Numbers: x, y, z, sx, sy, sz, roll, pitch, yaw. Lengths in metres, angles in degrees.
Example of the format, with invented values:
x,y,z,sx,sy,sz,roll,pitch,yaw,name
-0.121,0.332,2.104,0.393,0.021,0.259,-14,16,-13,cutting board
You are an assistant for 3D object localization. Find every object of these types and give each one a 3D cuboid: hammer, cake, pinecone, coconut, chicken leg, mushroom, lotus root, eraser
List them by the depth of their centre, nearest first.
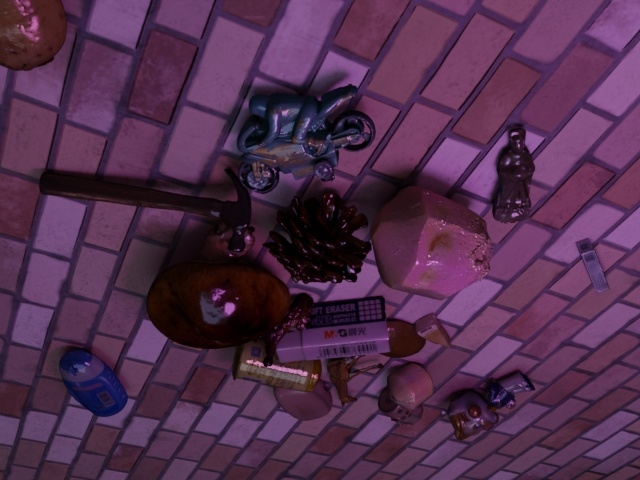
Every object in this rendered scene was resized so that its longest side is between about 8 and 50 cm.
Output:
x,y,z,sx,sy,sz,roll,pitch,yaw,name
-0.499,-0.398,1.042,0.160,0.146,0.284,-22,143,-7,lotus root
-0.360,-0.085,1.391,0.439,0.044,0.168,7,93,1,hammer
0.218,0.002,1.405,0.245,0.233,0.233,17,133,-25,coconut
0.001,-0.002,1.426,0.228,0.202,0.201,28,127,23,pinecone
-0.226,0.111,1.552,0.345,0.260,0.345,-1,163,0,mushroom
-0.088,0.214,1.660,0.205,0.093,0.053,-46,158,-12,chicken leg
0.028,0.228,1.708,0.287,0.130,0.086,-7,139,4,eraser
0.314,0.243,1.784,0.121,0.052,0.065,29,126,-26,cake
0.247,0.418,1.906,0.122,0.116,0.116,-23,142,-26,coconut

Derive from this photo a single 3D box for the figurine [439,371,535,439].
x,y,z,sx,sy,sz,roll,pitch,yaw,name
0.489,0.477,1.984,0.193,0.133,0.274,5,134,-40,figurine

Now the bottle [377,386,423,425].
x,y,z,sx,sy,sz,roll,pitch,yaw,name
0.249,0.504,2.023,0.099,0.099,0.152,-31,132,27,bottle

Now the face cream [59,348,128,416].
x,y,z,sx,sy,sz,roll,pitch,yaw,name
-0.644,0.396,1.890,0.149,0.083,0.264,-8,135,5,face cream

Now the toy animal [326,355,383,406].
x,y,z,sx,sy,sz,roll,pitch,yaw,name
0.077,0.388,1.925,0.149,0.054,0.276,11,132,-17,toy animal

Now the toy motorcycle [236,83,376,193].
x,y,z,sx,sy,sz,roll,pitch,yaw,name
-0.048,-0.206,1.289,0.296,0.109,0.198,-17,124,18,toy motorcycle

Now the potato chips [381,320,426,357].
x,y,z,sx,sy,sz,roll,pitch,yaw,name
0.194,0.274,1.817,0.201,0.049,0.150,24,135,-32,potato chips

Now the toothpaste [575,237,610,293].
x,y,z,sx,sy,sz,roll,pitch,yaw,name
0.652,0.062,1.612,0.034,0.046,0.164,-24,132,18,toothpaste

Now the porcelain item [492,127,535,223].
x,y,z,sx,sy,sz,roll,pitch,yaw,name
0.405,-0.138,1.394,0.081,0.069,0.216,-1,131,6,porcelain item

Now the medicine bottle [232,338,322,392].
x,y,z,sx,sy,sz,roll,pitch,yaw,name
-0.113,0.336,1.819,0.238,0.124,0.124,14,134,-15,medicine bottle

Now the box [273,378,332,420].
x,y,z,sx,sy,sz,roll,pitch,yaw,name
-0.050,0.451,1.960,0.145,0.088,0.200,-20,132,19,box
